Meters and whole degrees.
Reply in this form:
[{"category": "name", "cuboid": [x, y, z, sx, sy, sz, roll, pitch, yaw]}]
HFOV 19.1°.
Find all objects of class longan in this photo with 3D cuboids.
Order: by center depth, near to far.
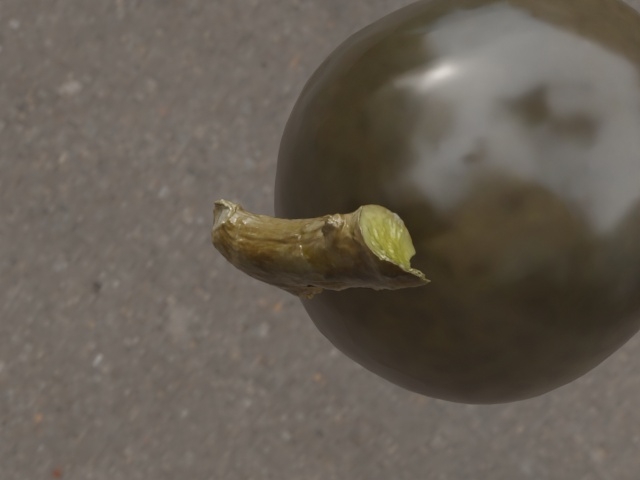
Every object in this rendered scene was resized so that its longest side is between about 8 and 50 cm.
[{"category": "longan", "cuboid": [0.100, -0.027, 1.122, 0.258, 0.258, 0.258, 19, 45, -20]}]

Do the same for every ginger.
[{"category": "ginger", "cuboid": [0.003, 0.004, 0.983, 0.057, 0.137, 0.044, 22, 73, -50]}]
